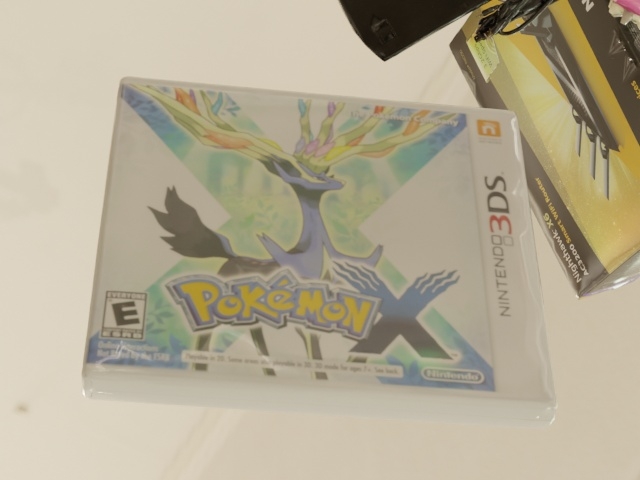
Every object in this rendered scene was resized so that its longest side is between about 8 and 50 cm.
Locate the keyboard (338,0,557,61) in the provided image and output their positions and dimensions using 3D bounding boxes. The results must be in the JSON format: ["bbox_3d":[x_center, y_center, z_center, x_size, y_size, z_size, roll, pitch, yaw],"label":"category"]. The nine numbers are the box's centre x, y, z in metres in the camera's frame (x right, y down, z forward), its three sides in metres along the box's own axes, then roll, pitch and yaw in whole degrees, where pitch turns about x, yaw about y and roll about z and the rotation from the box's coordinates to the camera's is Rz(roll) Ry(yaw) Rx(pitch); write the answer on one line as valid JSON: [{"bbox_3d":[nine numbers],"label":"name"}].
[{"bbox_3d":[0.109,-0.171,0.901,0.192,0.038,0.100,-29,-110,11],"label":"keyboard"}]

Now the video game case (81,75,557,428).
[{"bbox_3d":[0.000,0.000,1.071,0.036,0.329,0.300,100,-8,-48],"label":"video game case"}]

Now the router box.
[{"bbox_3d":[0.262,-0.132,1.359,0.309,0.081,0.243,65,-27,17],"label":"router box"}]

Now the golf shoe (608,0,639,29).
[{"bbox_3d":[0.258,-0.179,0.823,0.306,0.115,0.140,-23,139,-56],"label":"golf shoe"}]
